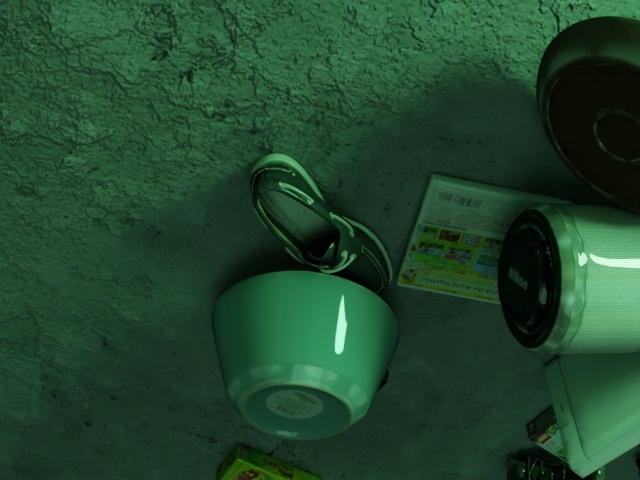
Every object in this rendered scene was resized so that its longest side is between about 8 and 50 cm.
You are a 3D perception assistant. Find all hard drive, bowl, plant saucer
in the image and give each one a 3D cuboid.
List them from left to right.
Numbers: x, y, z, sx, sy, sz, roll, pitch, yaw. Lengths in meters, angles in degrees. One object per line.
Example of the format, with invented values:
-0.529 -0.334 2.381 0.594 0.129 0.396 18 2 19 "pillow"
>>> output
-0.031 0.206 1.537 0.312 0.163 0.311 3 141 3 "bowl"
0.406 -0.147 1.271 0.311 0.050 0.310 36 152 23 "plant saucer"
0.517 0.190 1.512 0.047 0.233 0.353 38 118 -23 "hard drive"

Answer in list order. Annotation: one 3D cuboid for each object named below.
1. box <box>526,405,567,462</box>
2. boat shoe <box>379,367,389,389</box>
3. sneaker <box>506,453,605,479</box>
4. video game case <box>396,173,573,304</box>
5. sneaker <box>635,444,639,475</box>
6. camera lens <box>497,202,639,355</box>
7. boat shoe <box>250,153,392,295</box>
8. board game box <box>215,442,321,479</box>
0.479 0.309 1.717 0.114 0.036 0.207 32 120 -19 "box"
0.067 0.263 1.692 0.049 0.040 0.142 33 119 -20 "boat shoe"
0.416 0.433 1.740 0.130 0.087 0.227 20 156 -7 "sneaker"
0.254 0.006 1.518 0.227 0.026 0.206 11 124 -7 "video game case"
0.631 0.336 1.695 0.130 0.109 0.286 5 123 5 "sneaker"
0.413 0.056 1.408 0.275 0.219 0.219 0 126 -13 "camera lens"
0.000 0.000 1.478 0.114 0.091 0.302 -38 116 24 "boat shoe"
-0.098 0.459 1.831 0.181 0.043 0.092 27 121 -17 "board game box"
